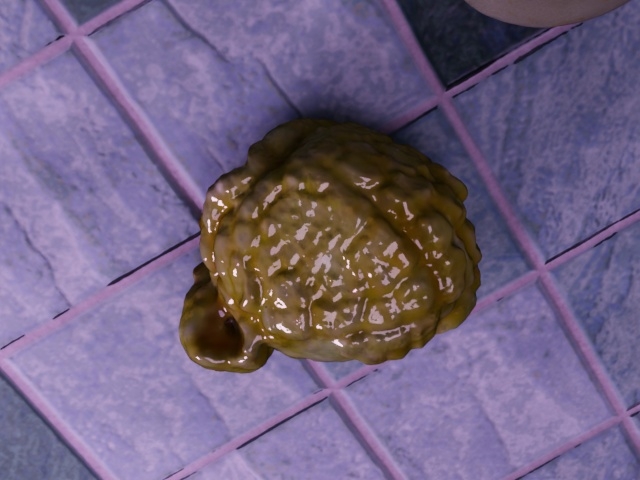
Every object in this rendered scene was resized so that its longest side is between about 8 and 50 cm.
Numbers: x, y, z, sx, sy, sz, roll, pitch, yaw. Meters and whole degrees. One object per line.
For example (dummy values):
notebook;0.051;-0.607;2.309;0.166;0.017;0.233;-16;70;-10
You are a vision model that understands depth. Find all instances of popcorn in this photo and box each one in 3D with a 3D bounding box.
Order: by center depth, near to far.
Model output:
popcorn;0.000;0.000;1.483;0.286;0.174;0.225;-8;101;11

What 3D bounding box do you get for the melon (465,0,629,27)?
melon;0.205;-0.314;1.278;0.271;0.272;0.308;4;114;-19
